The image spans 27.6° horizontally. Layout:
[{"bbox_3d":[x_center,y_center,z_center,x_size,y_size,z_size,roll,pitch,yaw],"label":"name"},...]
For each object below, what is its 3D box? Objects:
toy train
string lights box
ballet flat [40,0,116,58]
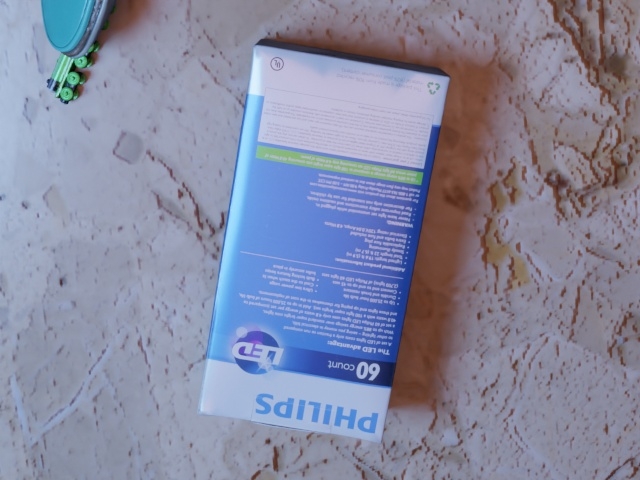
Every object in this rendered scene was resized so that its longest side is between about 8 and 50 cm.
[{"bbox_3d":[-0.168,-0.135,0.908,0.024,0.017,0.083,27,101,4],"label":"toy train"},{"bbox_3d":[0.000,0.000,0.907,0.133,0.077,0.259,10,102,-2],"label":"string lights box"},{"bbox_3d":[-0.144,-0.228,0.863,0.072,0.068,0.213,13,106,42],"label":"ballet flat"}]
